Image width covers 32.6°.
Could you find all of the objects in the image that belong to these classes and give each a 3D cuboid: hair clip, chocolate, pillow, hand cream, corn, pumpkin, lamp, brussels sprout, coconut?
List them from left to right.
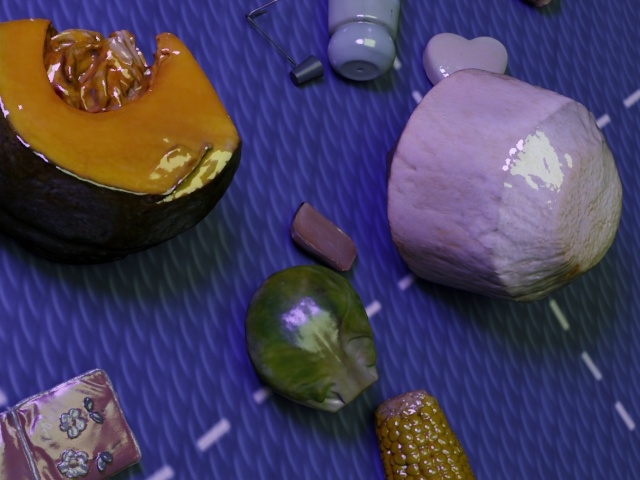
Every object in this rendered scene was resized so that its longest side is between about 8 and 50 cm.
[{"bbox_3d":[-0.316,0.238,1.187,0.233,0.043,0.126,-24,89,-28],"label":"pillow"},{"bbox_3d":[-0.255,-0.107,1.218,0.303,0.225,0.256,0,72,-20],"label":"pumpkin"},{"bbox_3d":[-0.048,-0.260,1.459,0.054,0.041,0.121,-33,96,-20],"label":"lamp"},{"bbox_3d":[-0.011,0.120,1.316,0.161,0.144,0.180,-2,61,-62],"label":"brussels sprout"},{"bbox_3d":[0.000,0.000,1.413,0.101,0.031,0.064,36,46,-18],"label":"chocolate"},{"bbox_3d":[0.063,-0.370,1.509,0.147,0.093,0.305,14,69,-24],"label":"hand cream"},{"bbox_3d":[0.151,0.343,1.347,0.119,0.119,0.321,-18,80,-29],"label":"corn"},{"bbox_3d":[0.228,-0.204,1.564,0.218,0.071,0.159,43,65,-5],"label":"hair clip"},{"bbox_3d":[0.211,-0.074,1.404,0.329,0.329,0.328,7,73,-24],"label":"coconut"}]

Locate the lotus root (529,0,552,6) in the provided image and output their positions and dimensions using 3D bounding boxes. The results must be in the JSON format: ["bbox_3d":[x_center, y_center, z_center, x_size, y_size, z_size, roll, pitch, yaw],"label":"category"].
[{"bbox_3d":[0.280,-0.471,1.642,0.258,0.097,0.110,50,59,-10],"label":"lotus root"}]
